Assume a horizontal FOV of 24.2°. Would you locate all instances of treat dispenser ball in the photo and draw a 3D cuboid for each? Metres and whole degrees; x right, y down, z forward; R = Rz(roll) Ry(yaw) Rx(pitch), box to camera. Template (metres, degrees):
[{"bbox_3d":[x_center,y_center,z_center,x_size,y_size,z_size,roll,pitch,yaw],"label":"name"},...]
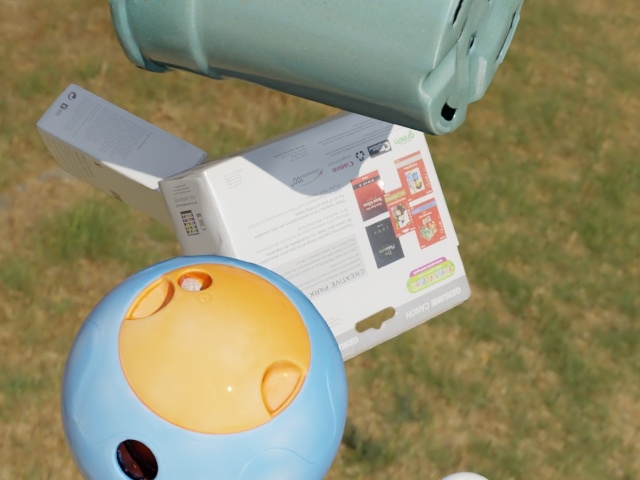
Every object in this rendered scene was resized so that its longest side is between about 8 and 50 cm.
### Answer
[{"bbox_3d":[-0.116,0.157,1.503,0.288,0.288,0.288,14,34,-10],"label":"treat dispenser ball"}]

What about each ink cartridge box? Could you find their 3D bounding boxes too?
[{"bbox_3d":[0.000,0.000,1.808,0.309,0.272,0.130,-23,8,-31],"label":"ink cartridge box"}]

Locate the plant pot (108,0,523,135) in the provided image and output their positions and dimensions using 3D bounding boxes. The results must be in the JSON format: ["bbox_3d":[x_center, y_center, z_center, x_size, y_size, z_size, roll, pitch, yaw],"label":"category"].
[{"bbox_3d":[0.019,-0.279,1.511,0.334,0.341,0.341,22,32,19],"label":"plant pot"}]

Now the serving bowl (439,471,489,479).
[{"bbox_3d":[0.142,0.273,1.495,0.083,0.083,0.027,35,0,20],"label":"serving bowl"}]

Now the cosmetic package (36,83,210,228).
[{"bbox_3d":[-0.245,-0.103,1.944,0.231,0.117,0.085,29,71,24],"label":"cosmetic package"}]
